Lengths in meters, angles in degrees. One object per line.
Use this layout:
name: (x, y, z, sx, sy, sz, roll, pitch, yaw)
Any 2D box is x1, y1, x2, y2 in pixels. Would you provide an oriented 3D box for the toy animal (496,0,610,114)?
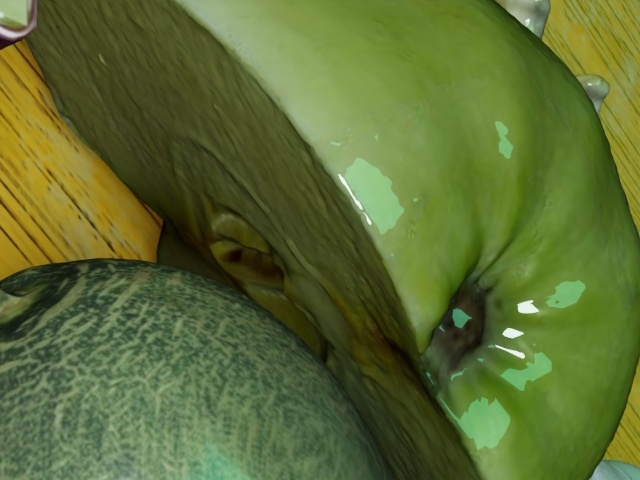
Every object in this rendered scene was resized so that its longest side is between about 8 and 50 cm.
toy animal: (0.100, -0.082, 1.273, 0.233, 0.121, 0.169, 27, 71, -53)

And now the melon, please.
melon: (-0.074, 0.162, 0.851, 0.329, 0.248, 0.248, 61, 39, -17)

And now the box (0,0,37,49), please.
box: (-0.232, -0.091, 0.779, 0.120, 0.224, 0.069, 25, 56, -44)

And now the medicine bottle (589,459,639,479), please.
medicine bottle: (0.201, 0.226, 1.241, 0.225, 0.139, 0.139, 35, 51, -38)

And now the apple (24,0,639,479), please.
apple: (0.000, 0.000, 0.910, 0.320, 0.360, 0.312, 11, 98, -33)
